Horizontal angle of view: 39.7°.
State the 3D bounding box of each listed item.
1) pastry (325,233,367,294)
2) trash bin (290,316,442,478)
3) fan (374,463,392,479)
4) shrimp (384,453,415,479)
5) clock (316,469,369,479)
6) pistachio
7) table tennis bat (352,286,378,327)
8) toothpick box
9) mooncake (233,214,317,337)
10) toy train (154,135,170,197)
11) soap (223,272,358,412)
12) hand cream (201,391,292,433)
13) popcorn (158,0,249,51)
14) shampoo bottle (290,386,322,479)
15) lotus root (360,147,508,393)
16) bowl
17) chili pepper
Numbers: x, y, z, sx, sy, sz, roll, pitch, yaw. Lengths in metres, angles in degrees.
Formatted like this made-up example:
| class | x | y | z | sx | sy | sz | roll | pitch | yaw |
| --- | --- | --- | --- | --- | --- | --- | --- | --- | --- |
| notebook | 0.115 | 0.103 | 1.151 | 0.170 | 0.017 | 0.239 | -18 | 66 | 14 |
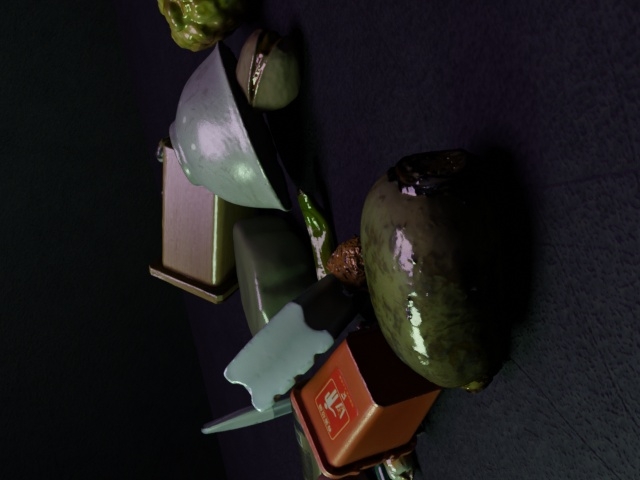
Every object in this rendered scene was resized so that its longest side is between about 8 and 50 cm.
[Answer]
| class | x | y | z | sx | sy | sz | roll | pitch | yaw |
| --- | --- | --- | --- | --- | --- | --- | --- | --- | --- |
| pastry | 0.051 | 0.037 | 1.348 | 0.080 | 0.056 | 0.140 | 57 | 158 | 12 |
| trash bin | 0.083 | 0.217 | 1.262 | 0.161 | 0.185 | 0.238 | 65 | 151 | 26 |
| fan | 0.133 | 0.454 | 1.540 | 0.082 | 0.039 | 0.155 | 128 | 125 | -71 |
| shrimp | 0.109 | 0.351 | 1.502 | 0.166 | 0.049 | 0.161 | 101 | 150 | -61 |
| clock | 0.040 | 0.554 | 1.730 | 0.227 | 0.142 | 0.241 | -172 | 77 | -81 |
| pistachio | -0.083 | -0.265 | 1.383 | 0.149 | 0.113 | 0.113 | 90 | 157 | -57 |
| table tennis bat | 0.091 | 0.096 | 1.296 | 0.087 | 0.013 | 0.156 | 42 | 155 | 3 |
| toothpick box | -0.227 | -0.065 | 1.824 | 0.190 | 0.187 | 0.308 | 21 | 124 | 22 |
| mooncake | -0.086 | 0.085 | 1.716 | 0.275 | 0.135 | 0.274 | 166 | 90 | -76 |
| toy train | -0.267 | -0.140 | 1.994 | 0.134 | 0.178 | 0.260 | -122 | 23 | -43 |
| soap | -0.033 | 0.146 | 1.343 | 0.087 | 0.160 | 0.265 | 44 | -167 | 4 |
| hand cream | -0.146 | 0.390 | 2.004 | 0.079 | 0.255 | 0.048 | 134 | 121 | -73 |
| popcorn | -0.222 | -0.446 | 1.549 | 0.286 | 0.174 | 0.225 | -123 | 15 | -45 |
| shampoo bottle | -0.004 | 0.466 | 1.921 | 0.125 | 0.084 | 0.350 | -125 | 24 | -53 |
| lotus root | 0.130 | 0.051 | 0.947 | 0.173 | 0.173 | 0.309 | 48 | 157 | 55 |
| bowl | -0.172 | -0.171 | 1.526 | 0.313 | 0.146 | 0.313 | -22 | -90 | -84 |
| chili pepper | 0.000 | 0.000 | 1.491 | 0.052 | 0.050 | 0.201 | 9 | 119 | 54 |
